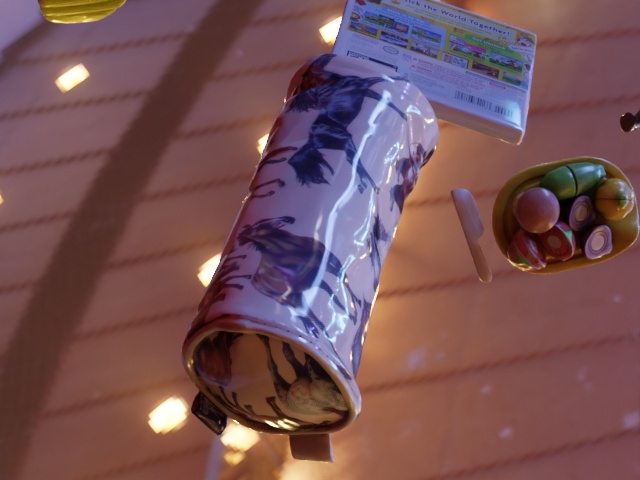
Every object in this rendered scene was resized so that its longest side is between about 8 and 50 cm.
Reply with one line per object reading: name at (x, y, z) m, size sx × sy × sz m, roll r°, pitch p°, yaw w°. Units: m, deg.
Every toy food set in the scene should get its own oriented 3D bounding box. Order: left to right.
toy food set at (0.271, -0.023, 1.916) m, size 0.217 × 0.128 × 0.071 m, roll -13°, pitch -174°, yaw -12°

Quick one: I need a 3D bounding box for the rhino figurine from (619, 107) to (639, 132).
rhino figurine at (0.511, -0.241, 2.299) m, size 0.073 × 0.106 × 0.243 m, roll 45°, pitch -57°, yaw 24°

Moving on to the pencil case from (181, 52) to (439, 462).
pencil case at (0.000, 0.000, 1.568) m, size 0.159 × 0.183 × 0.410 m, roll 3°, pitch -136°, yaw 16°

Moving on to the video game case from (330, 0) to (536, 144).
video game case at (0.128, -0.206, 1.892) m, size 0.227 × 0.026 × 0.206 m, roll 18°, pitch -141°, yaw -2°

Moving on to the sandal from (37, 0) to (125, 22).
sandal at (-0.281, -0.396, 2.041) m, size 0.126 × 0.317 × 0.138 m, roll -4°, pitch -127°, yaw -27°
